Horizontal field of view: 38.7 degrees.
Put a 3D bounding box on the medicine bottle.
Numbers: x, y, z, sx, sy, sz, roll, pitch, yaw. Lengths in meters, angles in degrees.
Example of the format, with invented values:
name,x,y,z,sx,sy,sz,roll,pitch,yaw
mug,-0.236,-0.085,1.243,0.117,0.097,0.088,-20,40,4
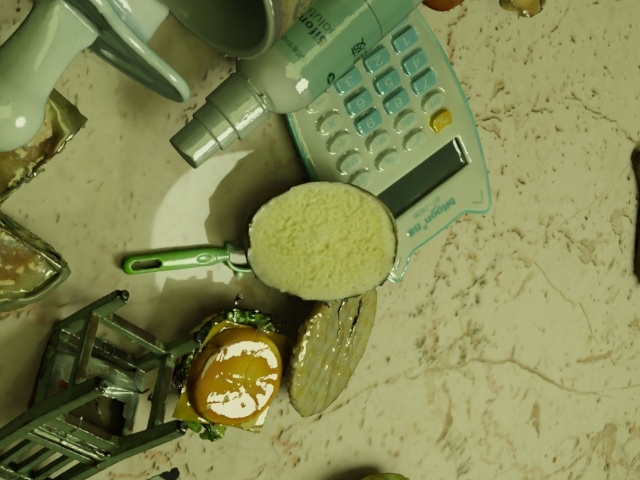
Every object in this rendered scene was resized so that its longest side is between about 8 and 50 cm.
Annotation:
name,x,y,z,sx,sy,sz,roll,pitch,yaw
medicine bottle,-0.032,-0.217,1.075,0.352,0.110,0.110,-44,124,-9

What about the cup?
name,x,y,z,sx,sy,sz,roll,pitch,yaw
cup,-0.083,-0.387,0.983,0.301,0.227,0.257,46,66,-6

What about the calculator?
name,x,y,z,sx,sy,sz,roll,pitch,yaw
calculator,0.088,-0.147,1.237,0.256,0.054,0.386,-37,121,-15

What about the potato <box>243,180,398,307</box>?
name,x,y,z,sx,sy,sz,roll,pitch,yaw
potato,0.000,0.000,1.184,0.200,0.081,0.164,1,99,-6

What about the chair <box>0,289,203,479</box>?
name,x,y,z,sx,sy,sz,roll,pitch,yaw
chair,-0.284,0.187,1.102,0.270,0.147,0.136,-30,131,33

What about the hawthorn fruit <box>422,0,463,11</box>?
name,x,y,z,sx,sy,sz,roll,pitch,yaw
hawthorn fruit,0.149,-0.344,1.187,0.093,0.081,0.081,17,98,-27

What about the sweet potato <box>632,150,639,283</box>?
name,x,y,z,sx,sy,sz,roll,pitch,yaw
sweet potato,0.578,-0.030,1.567,0.075,0.075,0.273,-21,115,-24

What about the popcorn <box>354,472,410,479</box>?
name,x,y,z,sx,sy,sz,roll,pitch,yaw
popcorn,0.114,0.459,1.383,0.198,0.198,0.212,-22,113,-23

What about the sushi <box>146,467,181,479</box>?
name,x,y,z,sx,sy,sz,roll,pitch,yaw
sushi,-0.272,0.452,1.238,0.231,0.047,0.219,-19,116,-25

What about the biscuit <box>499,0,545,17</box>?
name,x,y,z,sx,sy,sz,roll,pitch,yaw
biscuit,0.278,-0.410,1.253,0.118,0.061,0.183,22,93,-33

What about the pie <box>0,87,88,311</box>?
name,x,y,z,sx,sy,sz,roll,pitch,yaw
pie,-0.408,-0.052,0.960,0.337,0.075,0.337,-8,111,-23

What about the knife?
name,x,y,z,sx,sy,sz,roll,pitch,yaw
knife,-0.155,0.030,1.176,0.212,0.015,0.054,-5,110,-31

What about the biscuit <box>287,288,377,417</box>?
name,x,y,z,sx,sy,sz,roll,pitch,yaw
biscuit,0.019,0.143,1.260,0.220,0.033,0.220,-42,143,-42

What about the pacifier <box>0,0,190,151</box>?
name,x,y,z,sx,sy,sz,roll,pitch,yaw
pacifier,-0.271,-0.191,0.872,0.233,0.244,0.299,-58,148,-10

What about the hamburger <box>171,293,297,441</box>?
name,x,y,z,sx,sy,sz,roll,pitch,yaw
hamburger,-0.123,0.169,1.198,0.164,0.093,0.189,33,86,-35
